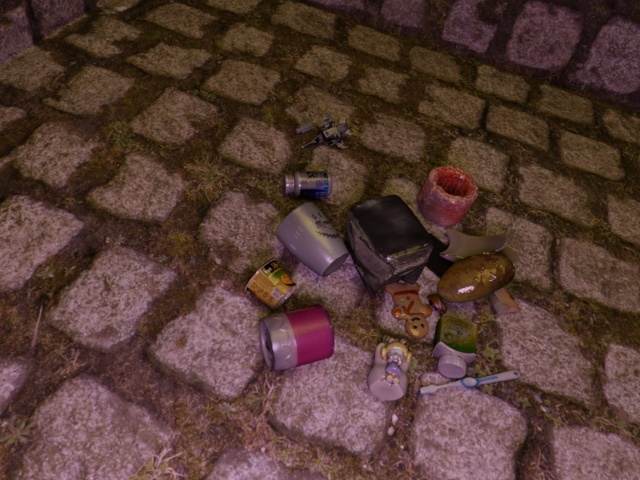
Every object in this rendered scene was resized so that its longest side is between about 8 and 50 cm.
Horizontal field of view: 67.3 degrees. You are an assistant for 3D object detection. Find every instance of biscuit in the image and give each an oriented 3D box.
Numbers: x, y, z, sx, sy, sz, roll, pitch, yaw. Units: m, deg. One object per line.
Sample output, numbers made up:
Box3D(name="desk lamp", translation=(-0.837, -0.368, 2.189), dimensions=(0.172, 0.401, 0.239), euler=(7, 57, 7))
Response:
Box3D(name="biscuit", translation=(0.323, 0.242, 1.714), dimensions=(0.153, 0.030, 0.234), euler=(-2, 50, -11))

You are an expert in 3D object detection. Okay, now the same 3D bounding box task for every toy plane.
Box3D(name="toy plane", translation=(0.029, -0.487, 2.226), dimensions=(0.262, 0.088, 0.192), euler=(-29, 89, -27))

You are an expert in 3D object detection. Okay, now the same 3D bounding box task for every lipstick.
Box3D(name="lipstick", translation=(-0.095, -0.522, 2.262), dimensions=(0.030, 0.030, 0.129), euler=(41, 54, 21))

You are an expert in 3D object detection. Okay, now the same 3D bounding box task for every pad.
Box3D(name="pad", translation=(0.489, 0.089, 1.894), dimensions=(0.265, 0.009, 0.160), euler=(42, 54, 20))

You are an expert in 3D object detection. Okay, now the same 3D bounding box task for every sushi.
Box3D(name="sushi", translation=(0.418, 0.227, 1.735), dimensions=(0.050, 0.047, 0.099), euler=(36, 19, -41))

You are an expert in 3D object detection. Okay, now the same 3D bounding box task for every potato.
Box3D(name="potato", translation=(0.563, 0.133, 1.755), dimensions=(0.298, 0.141, 0.176), euler=(-19, 23, -7))

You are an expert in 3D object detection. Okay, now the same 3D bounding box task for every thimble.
Box3D(name="thimble", translation=(0.537, -0.189, 2.040), dimensions=(0.239, 0.162, 0.239), euler=(7, 52, -9))

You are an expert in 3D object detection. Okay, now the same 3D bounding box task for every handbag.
Box3D(name="handbag", translation=(0.230, 0.021, 1.726), dimensions=(0.248, 0.240, 0.340), euler=(-13, 47, -18))

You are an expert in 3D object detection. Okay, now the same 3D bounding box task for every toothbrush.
Box3D(name="toothbrush", translation=(0.491, 0.459, 1.561), dimensions=(0.387, 0.040, 0.040), euler=(-6, 52, -17))

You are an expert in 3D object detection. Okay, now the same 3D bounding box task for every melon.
Box3D(name="melon", translation=(0.674, 0.193, 1.820), dimensions=(0.098, 0.054, 0.182), euler=(-2, 46, -19))

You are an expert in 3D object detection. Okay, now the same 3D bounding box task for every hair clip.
Box3D(name="hair clip", translation=(0.631, 0.039, 1.898), dimensions=(0.282, 0.113, 0.172), euler=(-2, 37, 25))

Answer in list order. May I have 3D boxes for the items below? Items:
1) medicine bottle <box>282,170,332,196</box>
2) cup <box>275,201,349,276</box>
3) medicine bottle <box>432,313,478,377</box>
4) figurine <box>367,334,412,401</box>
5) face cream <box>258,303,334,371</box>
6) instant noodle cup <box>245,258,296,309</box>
Box3D(name="medicine bottle", translation=(-0.054, -0.232, 1.977), dimensions=(0.192, 0.107, 0.107), euler=(-2, 51, -14))
Box3D(name="cup", translation=(0.000, 0.000, 1.772), dimensions=(0.234, 0.186, 0.258), euler=(47, 29, 15))
Box3D(name="medicine bottle", translation=(0.447, 0.355, 1.606), dimensions=(0.132, 0.088, 0.188), euler=(19, 49, 3))
Box3D(name="figurine", translation=(0.221, 0.368, 1.510), dimensions=(0.127, 0.155, 0.235), euler=(6, 43, 11))
Box3D(name="face cream", translation=(-0.076, 0.299, 1.482), dimensions=(0.195, 0.175, 0.175), euler=(-11, 54, -19))
Box3D(name="instant noodle cup", translation=(-0.162, 0.153, 1.615), dimensions=(0.122, 0.151, 0.151), euler=(45, 55, 11))
